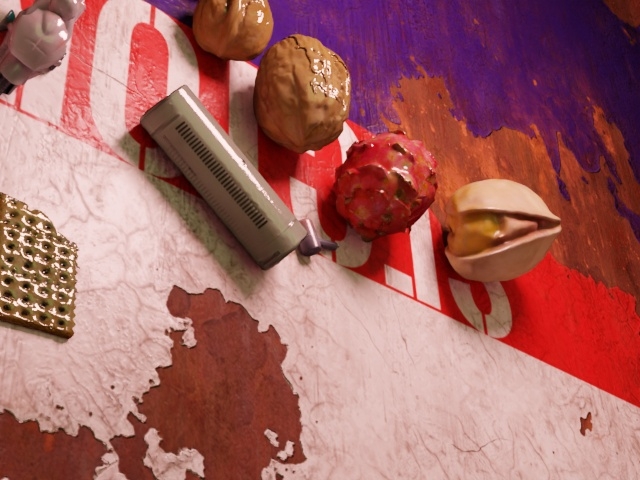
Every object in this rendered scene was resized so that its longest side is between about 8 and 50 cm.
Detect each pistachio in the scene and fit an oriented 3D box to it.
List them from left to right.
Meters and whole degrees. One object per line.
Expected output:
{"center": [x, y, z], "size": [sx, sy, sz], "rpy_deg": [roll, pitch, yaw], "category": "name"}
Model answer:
{"center": [0.382, -0.022, 2.288], "size": [0.308, 0.230, 0.230], "rpy_deg": [-4, 65, -55], "category": "pistachio"}

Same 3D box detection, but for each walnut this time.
{"center": [-0.167, -0.417, 2.062], "size": [0.166, 0.149, 0.167], "rpy_deg": [4, 64, -8], "category": "walnut"}
{"center": [-0.037, -0.279, 2.057], "size": [0.198, 0.198, 0.245], "rpy_deg": [16, 54, -41], "category": "walnut"}

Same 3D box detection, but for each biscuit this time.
{"center": [-0.405, 0.038, 1.535], "size": [0.144, 0.016, 0.203], "rpy_deg": [23, 47, -36], "category": "biscuit"}

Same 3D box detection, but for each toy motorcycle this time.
{"center": [-0.427, -0.328, 1.671], "size": [0.110, 0.171, 0.260], "rpy_deg": [40, 41, -22], "category": "toy motorcycle"}

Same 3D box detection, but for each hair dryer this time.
{"center": [0.000, 0.000, 2.009], "size": [0.114, 0.037, 0.063], "rpy_deg": [15, 50, -51], "category": "hair dryer"}

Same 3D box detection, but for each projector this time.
{"center": [-0.164, -0.107, 1.843], "size": [0.337, 0.108, 0.108], "rpy_deg": [50, 36, -6], "category": "projector"}

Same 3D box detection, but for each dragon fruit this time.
{"center": [0.139, -0.117, 2.110], "size": [0.268, 0.205, 0.210], "rpy_deg": [-21, 71, -50], "category": "dragon fruit"}
